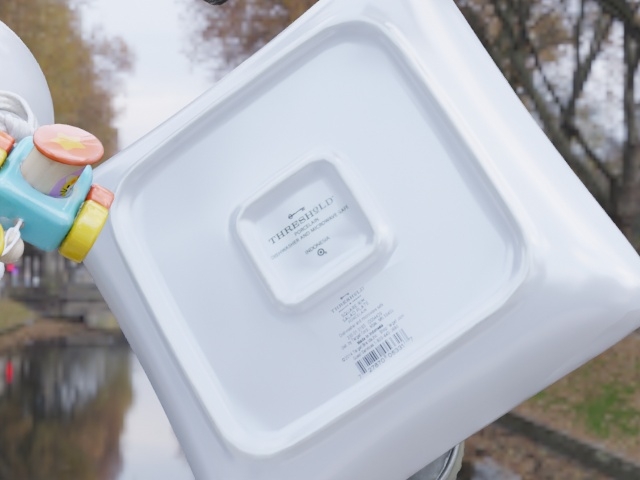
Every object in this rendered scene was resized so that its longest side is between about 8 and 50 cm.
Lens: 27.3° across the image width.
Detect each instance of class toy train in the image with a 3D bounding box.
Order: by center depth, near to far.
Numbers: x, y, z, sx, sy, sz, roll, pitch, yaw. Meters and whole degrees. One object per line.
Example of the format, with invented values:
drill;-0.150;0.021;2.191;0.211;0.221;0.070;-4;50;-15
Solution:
toy train;-0.148;-0.038;0.498;0.166;0.125;0.046;-9;-37;-52

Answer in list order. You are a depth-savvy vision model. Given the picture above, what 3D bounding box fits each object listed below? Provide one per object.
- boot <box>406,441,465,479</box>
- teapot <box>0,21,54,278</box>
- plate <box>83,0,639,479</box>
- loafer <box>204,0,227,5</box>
boot;0.045;0.052;0.857;0.076;0.189;0.208;3;-41;25
teapot;-0.358;-0.103;1.120;0.256;0.252;0.187;12;-6;9
plate;0.000;0.000;0.744;0.277;0.278;0.045;-35;-24;9
loafer;-0.139;-0.313;1.317;0.062;0.170;0.061;-29;-5;19
